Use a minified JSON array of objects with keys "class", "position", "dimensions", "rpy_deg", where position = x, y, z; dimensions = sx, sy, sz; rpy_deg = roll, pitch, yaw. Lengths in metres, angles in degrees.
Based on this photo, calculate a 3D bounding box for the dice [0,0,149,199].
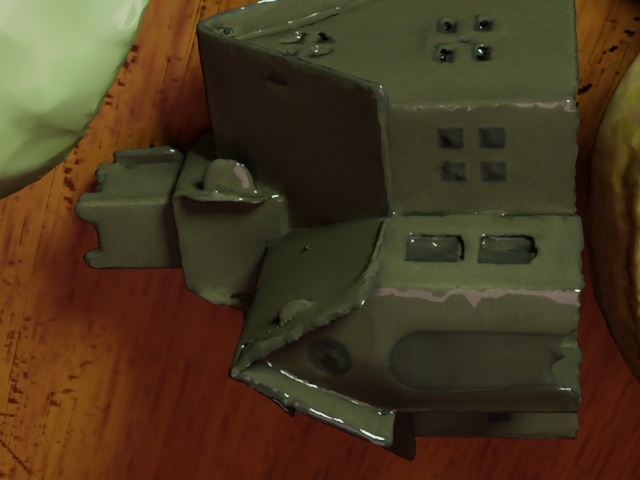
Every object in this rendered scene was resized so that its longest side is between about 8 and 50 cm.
[{"class":"dice","position":[-0.169,-0.173,0.453],"dimensions":[0.252,0.254,0.249],"rpy_deg":[16,121,-21]}]

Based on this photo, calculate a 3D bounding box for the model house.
[{"class":"model house","position":[0.000,0.000,0.647],"dimensions":[0.243,0.204,0.211],"rpy_deg":[0,123,10]}]

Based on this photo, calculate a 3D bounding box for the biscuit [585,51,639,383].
[{"class":"biscuit","position":[0.262,-0.027,0.688],"dimensions":[0.287,0.057,0.343],"rpy_deg":[-42,137,-9]}]
